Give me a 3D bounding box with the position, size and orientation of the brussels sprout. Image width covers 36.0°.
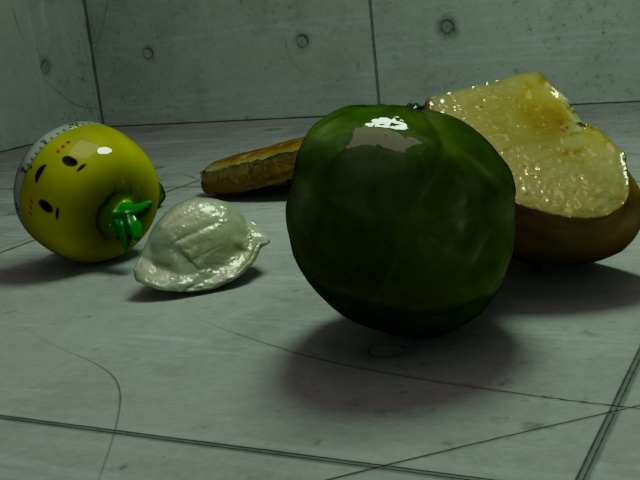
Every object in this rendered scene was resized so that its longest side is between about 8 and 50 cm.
[{"bbox_3d":[0.104,-0.018,1.274,0.289,0.281,0.355,10,-8,6],"label":"brussels sprout"}]

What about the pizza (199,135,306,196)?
[{"bbox_3d":[-0.041,-0.195,2.421,0.439,0.130,0.406,-10,9,31],"label":"pizza"}]

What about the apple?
[{"bbox_3d":[0.316,-0.092,1.467,0.252,0.309,0.314,-39,-33,18],"label":"apple"}]

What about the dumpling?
[{"bbox_3d":[-0.190,0.013,1.641,0.179,0.131,0.252,24,36,21],"label":"dumpling"}]

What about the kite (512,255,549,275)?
[{"bbox_3d":[0.305,0.005,1.577,0.189,0.009,0.232,9,23,-3],"label":"kite"}]

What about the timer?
[{"bbox_3d":[-0.402,-0.070,1.819,0.285,0.285,0.285,-6,13,1],"label":"timer"}]

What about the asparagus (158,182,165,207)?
[{"bbox_3d":[-0.437,-0.079,2.238,0.060,0.067,0.277,26,26,12],"label":"asparagus"}]

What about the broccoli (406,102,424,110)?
[{"bbox_3d":[0.212,-0.130,1.844,0.263,0.247,0.243,-12,-37,44],"label":"broccoli"}]
